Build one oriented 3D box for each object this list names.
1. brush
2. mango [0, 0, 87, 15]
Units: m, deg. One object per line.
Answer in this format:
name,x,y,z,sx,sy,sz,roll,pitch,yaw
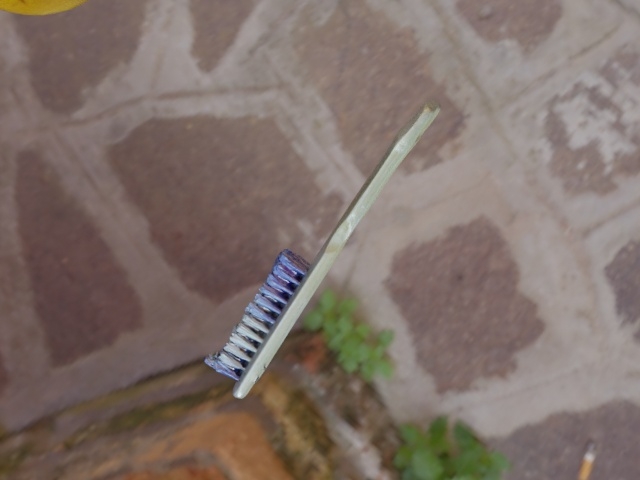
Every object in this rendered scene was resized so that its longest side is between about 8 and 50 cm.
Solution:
brush,0.001,0.000,0.821,0.030,0.033,0.178,36,103,11
mango,-0.230,-0.228,1.226,0.090,0.115,0.178,2,158,45
